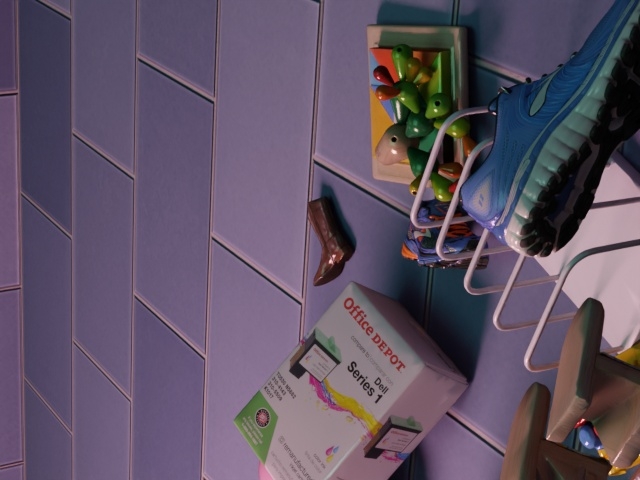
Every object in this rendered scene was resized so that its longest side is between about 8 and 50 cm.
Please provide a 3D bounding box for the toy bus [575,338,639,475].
[{"bbox_3d":[0.358,0.155,1.487,0.220,0.211,0.149,-46,57,53],"label":"toy bus"}]

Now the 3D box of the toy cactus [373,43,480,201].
[{"bbox_3d":[0.116,-0.139,1.879,0.219,0.112,0.180,63,152,7],"label":"toy cactus"}]

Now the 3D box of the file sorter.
[{"bbox_3d":[0.253,-0.013,1.659,0.277,0.173,0.193,54,140,39],"label":"file sorter"}]

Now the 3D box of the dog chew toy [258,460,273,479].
[{"bbox_3d":[-0.003,0.364,2.189,0.206,0.207,0.332,-52,46,52],"label":"dog chew toy"}]

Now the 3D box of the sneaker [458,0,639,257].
[{"bbox_3d":[0.254,-0.148,1.517,0.147,0.130,0.330,29,79,37],"label":"sneaker"}]

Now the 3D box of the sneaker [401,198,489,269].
[{"bbox_3d":[0.158,-0.010,1.881,0.221,0.083,0.087,-159,71,-71],"label":"sneaker"}]

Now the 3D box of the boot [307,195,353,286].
[{"bbox_3d":[0.000,0.000,2.229,0.106,0.037,0.114,-48,59,38],"label":"boot"}]

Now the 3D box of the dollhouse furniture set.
[{"bbox_3d":[0.408,0.125,1.305,0.256,0.362,0.394,-68,0,-46],"label":"dollhouse furniture set"}]

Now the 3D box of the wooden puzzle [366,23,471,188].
[{"bbox_3d":[0.125,-0.182,1.958,0.239,0.044,0.221,16,112,58],"label":"wooden puzzle"}]

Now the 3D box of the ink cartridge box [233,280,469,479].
[{"bbox_3d":[0.040,0.227,2.015,0.278,0.117,0.201,-50,48,10],"label":"ink cartridge box"}]
